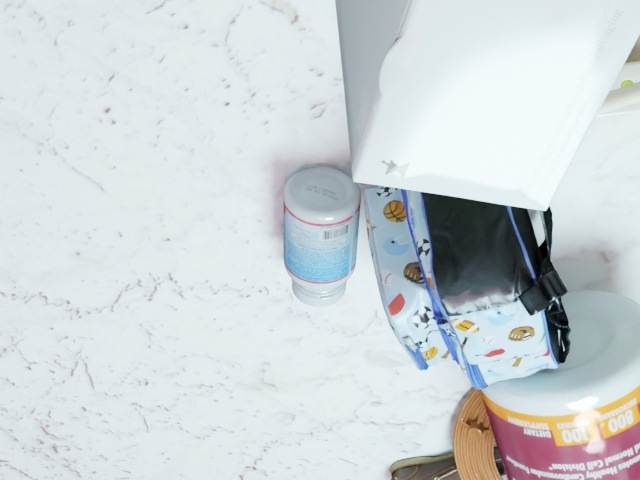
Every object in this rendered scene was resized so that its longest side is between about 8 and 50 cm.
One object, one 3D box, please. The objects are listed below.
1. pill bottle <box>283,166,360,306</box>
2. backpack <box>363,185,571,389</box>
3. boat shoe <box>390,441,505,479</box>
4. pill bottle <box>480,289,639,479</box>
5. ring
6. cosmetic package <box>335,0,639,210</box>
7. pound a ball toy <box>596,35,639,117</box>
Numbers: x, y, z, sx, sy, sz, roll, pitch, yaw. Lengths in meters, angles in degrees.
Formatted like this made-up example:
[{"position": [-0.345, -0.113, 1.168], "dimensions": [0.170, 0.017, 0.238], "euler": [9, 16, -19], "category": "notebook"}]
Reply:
[{"position": [0.000, 0.000, 1.138], "dimensions": [0.087, 0.087, 0.160], "euler": [-1, 134, -4], "category": "pill bottle"}, {"position": [0.171, 0.038, 1.081], "dimensions": [0.213, 0.277, 0.263], "euler": [-18, 139, 19], "category": "backpack"}, {"position": [0.212, 0.370, 1.524], "dimensions": [0.206, 0.073, 0.073], "euler": [-17, 132, 9], "category": "boat shoe"}, {"position": [0.345, 0.282, 1.240], "dimensions": [0.224, 0.224, 0.392], "euler": [-16, 115, 10], "category": "pill bottle"}, {"position": [0.356, 0.314, 1.405], "dimensions": [0.336, 0.032, 0.337], "euler": [6, 114, 13], "category": "ring"}, {"position": [0.102, -0.218, 0.742], "dimensions": [0.155, 0.366, 0.197], "euler": [8, 133, -12], "category": "cosmetic package"}, {"position": [0.228, -0.179, 0.910], "dimensions": [0.319, 0.208, 0.136], "euler": [-7, 97, 3], "category": "pound a ball toy"}]
